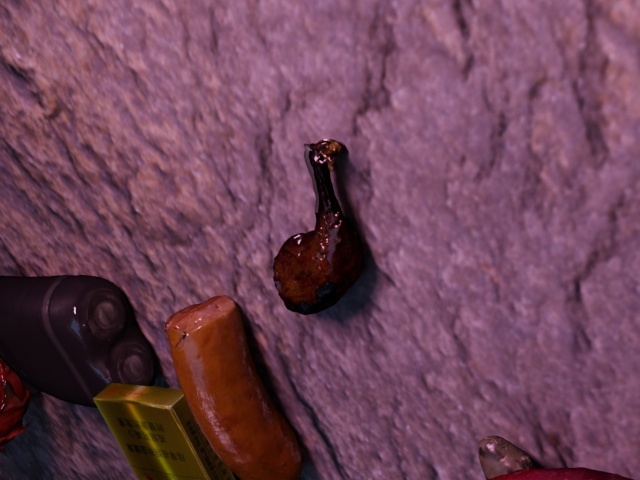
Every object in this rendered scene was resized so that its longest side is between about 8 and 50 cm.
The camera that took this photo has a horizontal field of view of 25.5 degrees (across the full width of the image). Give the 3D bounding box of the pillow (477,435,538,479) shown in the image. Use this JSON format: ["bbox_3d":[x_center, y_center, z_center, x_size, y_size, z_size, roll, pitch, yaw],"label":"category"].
[{"bbox_3d":[0.235,0.303,1.456,0.093,0.051,0.241,0,120,49],"label":"pillow"}]

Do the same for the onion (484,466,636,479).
[{"bbox_3d":[0.212,0.386,1.304,0.358,0.345,0.358,9,103,41],"label":"onion"}]

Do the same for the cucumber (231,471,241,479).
[{"bbox_3d":[-0.085,0.309,1.854,0.293,0.067,0.067,49,147,9],"label":"cucumber"}]

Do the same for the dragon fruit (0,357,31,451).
[{"bbox_3d":[-0.564,0.231,2.281,0.192,0.193,0.274,13,106,41],"label":"dragon fruit"}]

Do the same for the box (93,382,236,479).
[{"bbox_3d":[-0.171,0.327,1.862,0.173,0.043,0.311,-1,120,47],"label":"box"}]

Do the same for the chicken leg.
[{"bbox_3d":[0.000,0.000,1.472,0.106,0.051,0.253,45,144,23],"label":"chicken leg"}]

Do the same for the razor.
[{"bbox_3d":[-0.374,0.141,2.017,0.349,0.113,0.204,-2,121,52],"label":"razor"}]

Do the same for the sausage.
[{"bbox_3d":[-0.103,0.199,1.742,0.109,0.109,0.270,5,127,50],"label":"sausage"}]
